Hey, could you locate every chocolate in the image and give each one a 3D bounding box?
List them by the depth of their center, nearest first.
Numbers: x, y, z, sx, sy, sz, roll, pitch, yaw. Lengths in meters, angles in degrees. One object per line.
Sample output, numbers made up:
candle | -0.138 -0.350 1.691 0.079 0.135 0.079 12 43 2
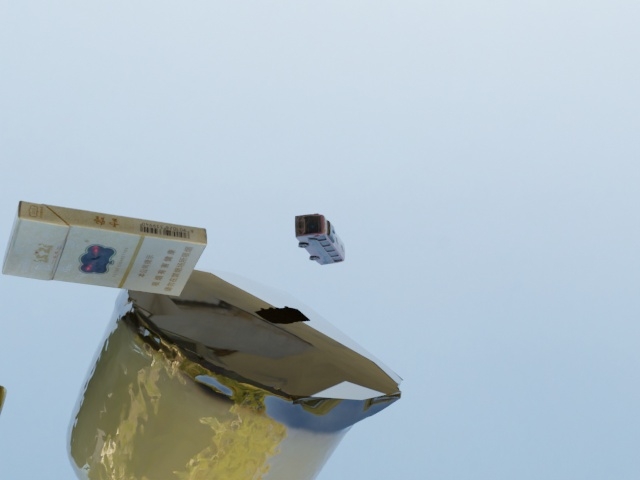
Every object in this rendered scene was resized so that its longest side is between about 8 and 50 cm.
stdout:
chocolate | -0.130 0.212 1.081 0.326 0.297 0.314 4 -156 -48

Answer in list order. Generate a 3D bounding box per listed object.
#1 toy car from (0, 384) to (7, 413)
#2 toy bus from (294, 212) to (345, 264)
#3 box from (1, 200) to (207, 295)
toy car | -0.485 0.227 1.083 0.248 0.142 0.200 -29 -140 29
toy bus | 0.000 0.000 1.309 0.052 0.130 0.036 -6 -111 13
box | -0.197 0.010 0.835 0.167 0.090 0.024 9 -129 -23
